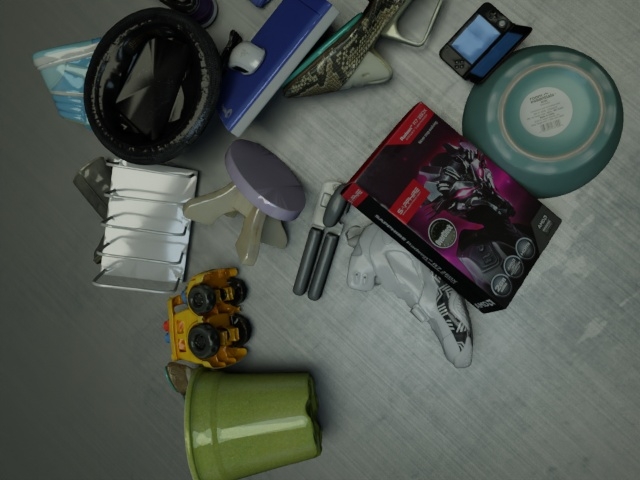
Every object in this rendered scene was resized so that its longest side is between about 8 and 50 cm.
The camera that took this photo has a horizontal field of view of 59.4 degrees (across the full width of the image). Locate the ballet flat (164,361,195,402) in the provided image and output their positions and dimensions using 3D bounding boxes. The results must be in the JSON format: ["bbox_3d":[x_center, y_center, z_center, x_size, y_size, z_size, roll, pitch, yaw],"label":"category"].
[{"bbox_3d":[-0.304,0.330,1.313,0.067,0.206,0.073,-14,59,-5],"label":"ballet flat"}]

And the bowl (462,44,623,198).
[{"bbox_3d":[0.431,-0.234,1.075,0.312,0.163,0.311,1,95,13],"label":"bowl"}]

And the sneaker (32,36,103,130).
[{"bbox_3d":[-0.490,-0.373,1.334,0.319,0.127,0.208,-10,110,3],"label":"sneaker"}]

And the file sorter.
[{"bbox_3d":[-0.394,-0.035,1.267,0.193,0.173,0.277,8,96,-11],"label":"file sorter"}]

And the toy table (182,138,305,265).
[{"bbox_3d":[-0.149,-0.082,1.213,0.252,0.274,0.160,25,114,-22],"label":"toy table"}]

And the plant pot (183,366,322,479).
[{"bbox_3d":[-0.133,0.401,1.241,0.254,0.276,0.275,-8,93,3],"label":"plant pot"}]

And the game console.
[{"bbox_3d":[0.326,-0.398,1.126,0.124,0.085,0.144,46,103,8],"label":"game console"}]

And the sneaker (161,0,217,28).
[{"bbox_3d":[-0.366,-0.600,1.268,0.283,0.124,0.107,36,102,9],"label":"sneaker"}]

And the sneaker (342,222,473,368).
[{"bbox_3d":[0.183,0.105,1.184,0.210,0.137,0.365,-19,85,16],"label":"sneaker"}]

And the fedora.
[{"bbox_3d":[-0.346,-0.327,1.237,0.334,0.152,0.333,1,95,12],"label":"fedora"}]

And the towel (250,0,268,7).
[{"bbox_3d":[-0.162,-0.719,1.257,0.243,0.040,0.336,-43,82,15],"label":"towel"}]

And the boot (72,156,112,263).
[{"bbox_3d":[-0.543,-0.073,1.385,0.190,0.076,0.208,-43,90,0],"label":"boot"}]

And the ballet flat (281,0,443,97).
[{"bbox_3d":[0.129,-0.443,1.151,0.182,0.164,0.482,38,102,-12],"label":"ballet flat"}]

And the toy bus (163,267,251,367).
[{"bbox_3d":[-0.289,0.178,1.318,0.212,0.149,0.220,-4,92,31],"label":"toy bus"}]

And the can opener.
[{"bbox_3d":[0.000,0.000,1.247,0.074,0.093,0.280,19,104,11],"label":"can opener"}]

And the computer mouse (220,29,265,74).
[{"bbox_3d":[-0.178,-0.404,1.212,0.106,0.042,0.193,-57,36,0],"label":"computer mouse"}]

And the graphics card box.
[{"bbox_3d":[0.253,-0.062,1.081,0.371,0.094,0.232,41,70,-2],"label":"graphics card box"}]

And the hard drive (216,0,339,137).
[{"bbox_3d":[-0.111,-0.390,1.197,0.318,0.040,0.210,-48,38,13],"label":"hard drive"}]
